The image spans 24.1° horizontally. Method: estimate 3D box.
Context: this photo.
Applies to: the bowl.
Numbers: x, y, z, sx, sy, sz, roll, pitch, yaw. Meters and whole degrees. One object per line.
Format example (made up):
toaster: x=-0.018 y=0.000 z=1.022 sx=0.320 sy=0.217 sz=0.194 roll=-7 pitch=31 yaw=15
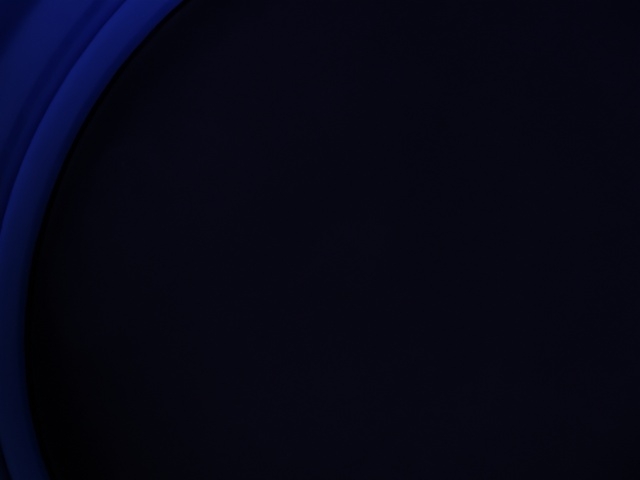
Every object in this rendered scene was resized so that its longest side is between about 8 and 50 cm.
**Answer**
bowl: x=0.000 y=0.000 z=0.584 sx=0.391 sy=0.391 sz=0.077 roll=26 pitch=176 yaw=33
